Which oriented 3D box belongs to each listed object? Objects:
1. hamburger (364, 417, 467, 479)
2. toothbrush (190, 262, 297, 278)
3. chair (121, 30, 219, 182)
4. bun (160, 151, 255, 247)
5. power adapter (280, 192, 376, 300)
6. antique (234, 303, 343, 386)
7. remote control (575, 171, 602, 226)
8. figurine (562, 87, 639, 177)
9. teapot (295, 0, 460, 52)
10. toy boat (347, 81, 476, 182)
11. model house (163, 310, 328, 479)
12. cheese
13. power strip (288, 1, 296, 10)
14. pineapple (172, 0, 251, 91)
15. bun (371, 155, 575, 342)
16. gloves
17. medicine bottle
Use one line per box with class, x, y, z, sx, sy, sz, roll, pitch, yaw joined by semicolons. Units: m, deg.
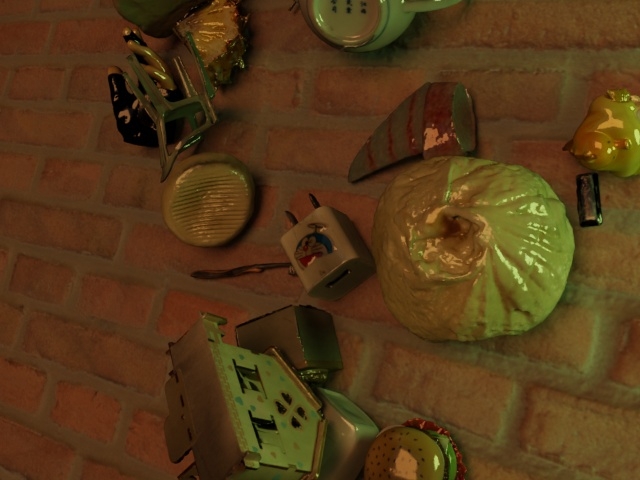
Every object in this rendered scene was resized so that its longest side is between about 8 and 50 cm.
hamburger;0.150;0.388;1.181;0.175;0.137;0.175;-11;69;31
toothbrush;-0.161;0.066;1.523;0.321;0.023;0.031;-3;73;30
chair;-0.336;-0.294;1.580;0.191;0.203;0.274;-27;94;-20
bun;-0.250;-0.095;1.549;0.222;0.222;0.127;-57;17;6
power adapter;0.000;0.000;1.381;0.130;0.125;0.204;-40;61;17
antique;-0.059;0.215;1.346;0.147;0.152;0.147;-23;69;25
remote control;0.459;-0.071;1.187;0.039;0.014;0.096;-7;73;30
figurine;0.519;-0.191;1.128;0.247;0.131;0.156;-21;107;9
teapot;0.088;-0.528;1.419;0.424;0.252;0.280;8;43;14
toy boat;0.165;-0.201;1.374;0.282;0.096;0.206;-22;60;39
model house;-0.122;0.307;1.188;0.169;0.244;0.326;-48;44;22
cheese;-0.353;-0.622;1.663;0.326;0.318;0.115;-41;59;55
power strip;0.005;-0.643;1.602;0.092;0.034;0.268;42;100;32
pineapple;-0.259;-0.485;1.660;0.186;0.114;0.236;7;72;5
bun;0.234;0.005;1.178;0.349;0.227;0.352;-37;59;20
gloves;-0.448;-0.383;1.736;0.197;0.152;0.300;-6;99;24
medicine bottle;-0.022;0.434;1.289;0.161;0.111;0.296;34;94;48
